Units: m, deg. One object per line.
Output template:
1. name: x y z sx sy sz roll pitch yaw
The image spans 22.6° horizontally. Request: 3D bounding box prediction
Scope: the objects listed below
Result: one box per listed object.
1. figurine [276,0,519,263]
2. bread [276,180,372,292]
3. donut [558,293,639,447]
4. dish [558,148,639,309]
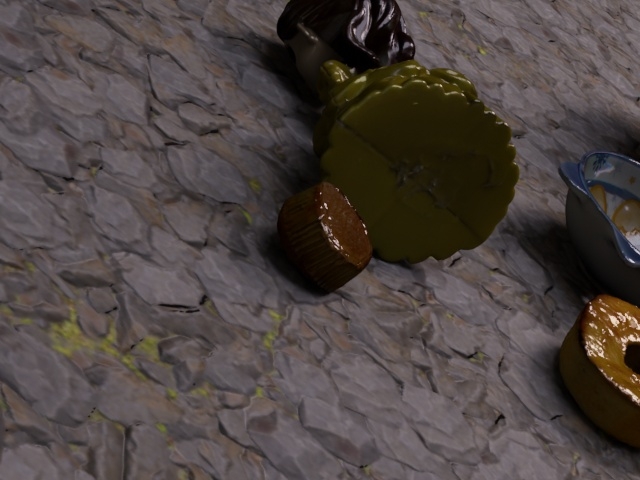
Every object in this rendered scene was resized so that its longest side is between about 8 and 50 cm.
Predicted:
1. figurine: 0.038 -0.134 1.456 0.187 0.168 0.315 9 28 -25
2. bread: 0.000 0.000 1.277 0.085 0.053 0.085 43 29 -32
3. donut: 0.269 0.119 1.399 0.152 0.058 0.152 27 30 -17
4. dish: 0.309 0.016 1.570 0.236 0.086 0.228 37 29 0
